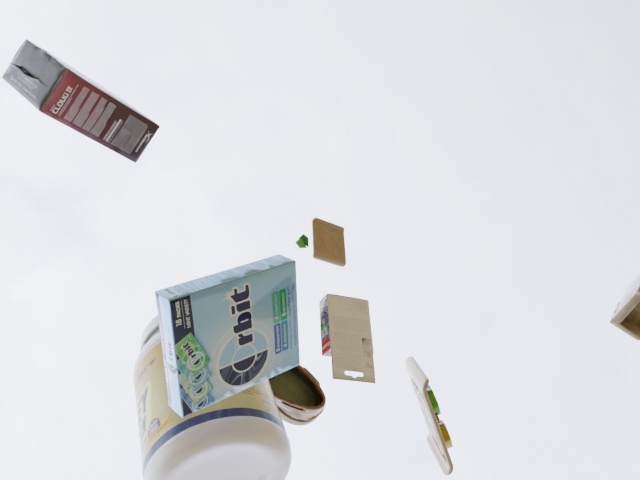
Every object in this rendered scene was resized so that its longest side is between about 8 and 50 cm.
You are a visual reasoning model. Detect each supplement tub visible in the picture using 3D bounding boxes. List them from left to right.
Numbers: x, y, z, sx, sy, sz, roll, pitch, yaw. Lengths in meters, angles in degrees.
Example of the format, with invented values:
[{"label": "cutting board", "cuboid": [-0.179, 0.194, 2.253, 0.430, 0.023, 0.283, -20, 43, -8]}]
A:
[{"label": "supplement tub", "cuboid": [-0.193, 0.275, 1.001, 0.228, 0.228, 0.316, 10, -150, -28]}]

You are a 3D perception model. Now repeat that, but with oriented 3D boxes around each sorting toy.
[{"label": "sorting toy", "cuboid": [0.000, 0.000, 0.830, 0.083, 0.012, 0.062, 18, -122, -32]}, {"label": "sorting toy", "cuboid": [0.241, 0.373, 1.292, 0.038, 0.193, 0.208, -16, -85, -1]}]

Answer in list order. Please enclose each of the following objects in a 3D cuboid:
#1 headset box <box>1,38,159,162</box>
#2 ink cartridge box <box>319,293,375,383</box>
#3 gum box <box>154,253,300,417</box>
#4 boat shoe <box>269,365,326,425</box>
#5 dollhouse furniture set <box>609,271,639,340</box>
[{"label": "headset box", "cuboid": [-0.545, -0.316, 1.331, 0.218, 0.110, 0.293, 35, -177, 34]}, {"label": "ink cartridge box", "cuboid": [0.033, 0.128, 0.758, 0.063, 0.029, 0.115, 12, -125, -22]}, {"label": "gum box", "cuboid": [-0.111, 0.116, 0.759, 0.184, 0.157, 0.041, -16, -157, -38]}, {"label": "boat shoe", "cuboid": [-0.120, 0.257, 1.228, 0.324, 0.120, 0.122, 33, -122, -4]}, {"label": "dollhouse furniture set", "cuboid": [0.642, 0.068, 0.831, 0.303, 0.286, 0.198, 36, -144, 18]}]
